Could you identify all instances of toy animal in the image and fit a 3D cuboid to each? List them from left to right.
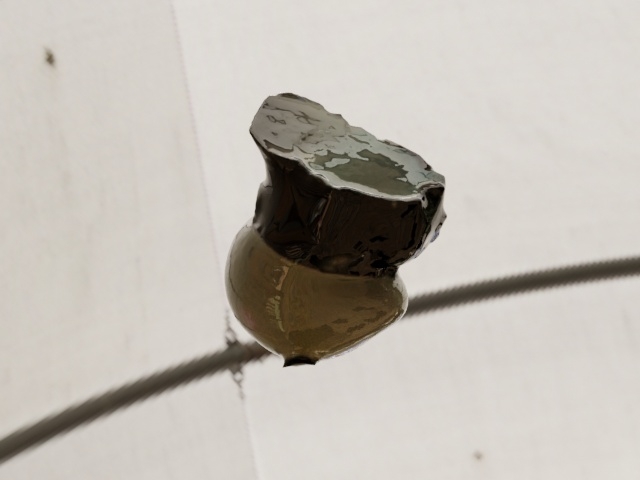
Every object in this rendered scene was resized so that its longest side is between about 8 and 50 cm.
[{"bbox_3d":[0.000,0.000,1.155,0.138,0.166,0.179,2,-64,-39],"label":"toy animal"}]
